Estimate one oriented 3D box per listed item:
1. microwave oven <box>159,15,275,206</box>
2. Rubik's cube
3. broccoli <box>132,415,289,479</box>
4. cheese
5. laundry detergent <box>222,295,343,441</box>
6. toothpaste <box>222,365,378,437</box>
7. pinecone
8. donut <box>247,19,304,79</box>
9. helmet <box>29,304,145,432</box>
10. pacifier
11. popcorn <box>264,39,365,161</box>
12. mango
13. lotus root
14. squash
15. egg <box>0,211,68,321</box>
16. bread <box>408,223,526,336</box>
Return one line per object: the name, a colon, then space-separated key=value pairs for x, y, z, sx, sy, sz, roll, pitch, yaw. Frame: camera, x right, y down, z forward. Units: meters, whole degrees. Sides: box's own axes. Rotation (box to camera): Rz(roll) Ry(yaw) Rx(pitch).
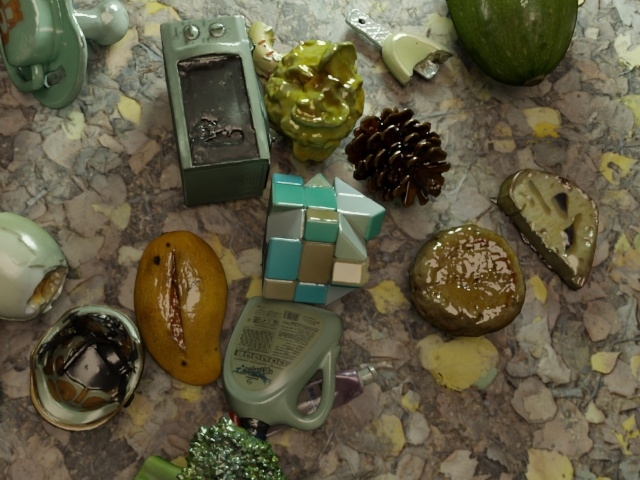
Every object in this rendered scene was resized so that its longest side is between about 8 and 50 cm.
microwave oven: x=-0.196 y=-0.246 z=1.556 sx=0.181 sy=0.237 sz=0.295 roll=-9 pitch=75 yaw=-9
Rubik's cube: x=0.000 y=0.000 z=1.525 sx=0.212 sy=0.225 sz=0.265 roll=5 pitch=31 yaw=-7
broccoli: x=-0.201 y=0.475 z=1.331 sx=0.301 sy=0.249 sz=0.376 roll=13 pitch=114 yaw=7
cheese: x=0.158 y=-0.424 z=1.743 sx=0.235 sy=0.050 sz=0.127 roll=37 pitch=75 yaw=3
laundry detergent: x=-0.077 y=0.253 z=1.480 sx=0.214 sy=0.105 sz=0.281 roll=11 pitch=62 yaw=5
toothpaste: x=-0.033 y=0.306 z=1.530 sx=0.300 sy=0.048 sz=0.075 roll=-21 pitch=83 yaw=-9
pinecone: x=0.166 y=-0.159 z=1.614 sx=0.212 sy=0.168 sz=0.186 roll=42 pitch=88 yaw=18
donut: x=-0.091 y=-0.391 z=1.696 sx=0.166 sy=0.065 sz=0.108 roll=30 pitch=74 yaw=2
helmet: x=-0.411 y=0.228 z=1.461 sx=0.198 sy=0.130 sz=0.224 roll=25 pitch=84 yaw=4
pacifier: x=-0.509 y=-0.431 z=1.601 sx=0.269 sy=0.288 sz=0.344 roll=-12 pitch=97 yaw=-47
popcorn: x=-0.008 y=-0.279 z=1.591 sx=0.181 sy=0.216 sz=0.235 roll=24 pitch=61 yaw=-32
mango: x=-0.259 y=0.124 z=1.511 sx=0.177 sy=0.120 sz=0.295 roll=-7 pitch=76 yaw=-6
lotus root: x=0.486 y=-0.044 z=1.672 sx=0.260 sy=0.074 sz=0.170 roll=45 pitch=72 yaw=5
squash: x=0.391 y=-0.474 z=1.696 sx=0.310 sy=0.310 sz=0.309 roll=0 pitch=93 yaw=-7
egg: x=-0.578 y=0.040 z=1.465 sx=0.217 sy=0.183 sz=0.183 roll=26 pitch=74 yaw=7
bread: x=0.285 y=0.082 z=1.587 sx=0.229 sy=0.123 sz=0.230 roll=0 pitch=73 yaw=-1
